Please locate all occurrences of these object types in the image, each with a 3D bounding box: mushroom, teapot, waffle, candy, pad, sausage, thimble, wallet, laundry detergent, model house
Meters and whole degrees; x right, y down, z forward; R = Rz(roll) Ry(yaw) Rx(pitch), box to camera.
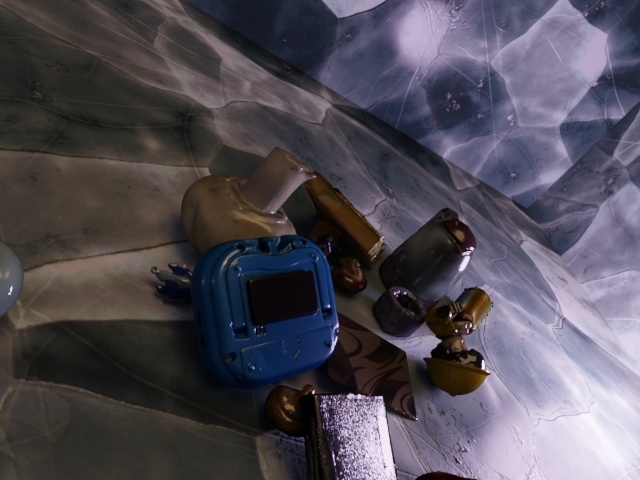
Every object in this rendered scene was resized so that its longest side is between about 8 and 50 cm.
[{"bbox_3d":[0.091,0.108,1.615,0.127,0.087,0.127,25,32,-17],"label":"mushroom"},{"bbox_3d":[0.385,0.039,1.828,0.233,0.312,0.314,31,29,-19],"label":"teapot"},{"bbox_3d":[0.083,-0.058,1.707,0.304,0.077,0.348,46,-4,15],"label":"waffle"},{"bbox_3d":[-0.056,0.350,1.102,0.126,0.085,0.109,29,56,-13],"label":"mushroom"},{"bbox_3d":[0.058,0.030,1.744,0.061,0.060,0.201,7,34,-45],"label":"candy"},{"bbox_3d":[0.132,0.314,1.371,0.330,0.004,0.219,34,34,-31],"label":"pad"},{"bbox_3d":[0.506,0.263,1.852,0.125,0.117,0.317,32,27,19],"label":"sausage"},{"bbox_3d":[-0.164,-0.085,1.336,0.314,0.336,0.314,37,18,-14],"label":"mushroom"},{"bbox_3d":[0.242,0.218,1.623,0.150,0.097,0.150,29,29,-18],"label":"thimble"},{"bbox_3d":[0.061,0.424,1.084,0.262,0.071,0.220,17,55,-45],"label":"wallet"},{"bbox_3d":[0.032,0.247,1.376,0.097,0.061,0.206,40,27,7],"label":"laundry detergent"},{"bbox_3d":[0.000,0.000,1.651,0.088,0.100,0.100,35,29,-9],"label":"model house"}]

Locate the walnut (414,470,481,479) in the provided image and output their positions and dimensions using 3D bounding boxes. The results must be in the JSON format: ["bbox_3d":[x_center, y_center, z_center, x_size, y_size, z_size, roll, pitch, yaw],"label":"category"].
[{"bbox_3d":[0.275,0.568,1.066,0.269,0.221,0.244,30,-2,-8],"label":"walnut"}]

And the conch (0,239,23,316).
[{"bbox_3d":[-0.596,0.058,0.848,0.221,0.120,0.185,29,33,-4],"label":"conch"}]

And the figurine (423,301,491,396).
[{"bbox_3d":[0.374,0.315,1.538,0.192,0.167,0.256,29,41,-66],"label":"figurine"}]

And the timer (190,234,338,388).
[{"bbox_3d":[-0.106,0.145,1.154,0.340,0.115,0.308,-6,84,-42],"label":"timer"}]

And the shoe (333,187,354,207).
[{"bbox_3d":[0.062,-0.134,1.954,0.049,0.071,0.179,13,32,-39],"label":"shoe"}]

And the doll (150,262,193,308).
[{"bbox_3d":[-0.292,0.111,1.190,0.195,0.070,0.095,33,60,-19],"label":"doll"}]
